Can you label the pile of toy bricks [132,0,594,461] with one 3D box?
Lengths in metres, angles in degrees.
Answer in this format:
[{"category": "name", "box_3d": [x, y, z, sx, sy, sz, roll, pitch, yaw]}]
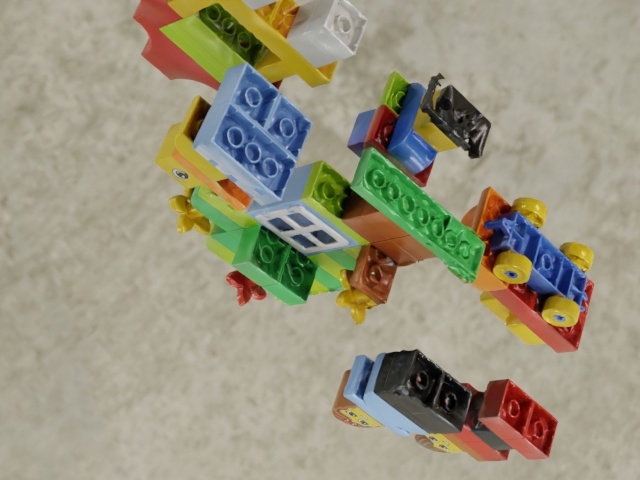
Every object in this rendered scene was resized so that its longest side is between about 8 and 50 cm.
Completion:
[{"category": "pile of toy bricks", "box_3d": [0.000, 0.000, 0.514, 0.105, 0.118, 0.212, -12, 138, 45]}]
